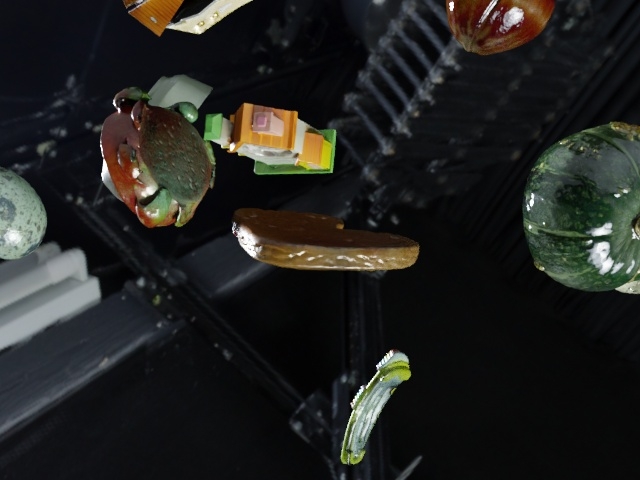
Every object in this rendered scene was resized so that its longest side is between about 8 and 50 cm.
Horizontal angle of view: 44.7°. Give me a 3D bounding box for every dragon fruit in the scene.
[{"bbox_3d":[-0.308,-0.149,1.459,0.268,0.130,0.295,52,-147,-29],"label":"dragon fruit"}]

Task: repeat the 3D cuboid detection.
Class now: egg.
[{"bbox_3d":[-0.568,-0.050,1.407,0.132,0.132,0.172,-30,-67,-50],"label":"egg"}]

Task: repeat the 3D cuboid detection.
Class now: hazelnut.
[{"bbox_3d":[0.361,-0.494,1.637,0.230,0.229,0.229,20,-141,-17],"label":"hazelnut"}]

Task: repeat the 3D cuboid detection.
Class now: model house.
[{"bbox_3d":[-0.176,-0.379,1.112,0.207,0.219,0.135,57,-166,-38],"label":"model house"}]

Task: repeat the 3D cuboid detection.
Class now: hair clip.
[{"bbox_3d":[0.072,0.223,1.053,0.060,0.188,0.033,8,-156,-42],"label":"hair clip"}]

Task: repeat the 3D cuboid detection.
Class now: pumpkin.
[{"bbox_3d":[0.310,-0.036,0.844,0.190,0.190,0.146,-3,-173,-38],"label":"pumpkin"}]

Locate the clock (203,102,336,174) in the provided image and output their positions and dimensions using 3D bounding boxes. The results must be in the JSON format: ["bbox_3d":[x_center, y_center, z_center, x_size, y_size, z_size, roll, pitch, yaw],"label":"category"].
[{"bbox_3d":[-0.120,-0.233,1.816,0.255,0.220,0.106,16,-104,-61],"label":"clock"}]

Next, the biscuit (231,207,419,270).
[{"bbox_3d":[0.000,0.002,1.247,0.262,0.052,0.277,1,-167,-19],"label":"biscuit"}]

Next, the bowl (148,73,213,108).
[{"bbox_3d":[-0.356,-0.306,1.823,0.112,0.211,0.211,38,-144,-11],"label":"bowl"}]

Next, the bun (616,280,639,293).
[{"bbox_3d":[0.774,-0.045,1.844,0.211,0.359,0.359,-9,-132,-6],"label":"bun"}]
